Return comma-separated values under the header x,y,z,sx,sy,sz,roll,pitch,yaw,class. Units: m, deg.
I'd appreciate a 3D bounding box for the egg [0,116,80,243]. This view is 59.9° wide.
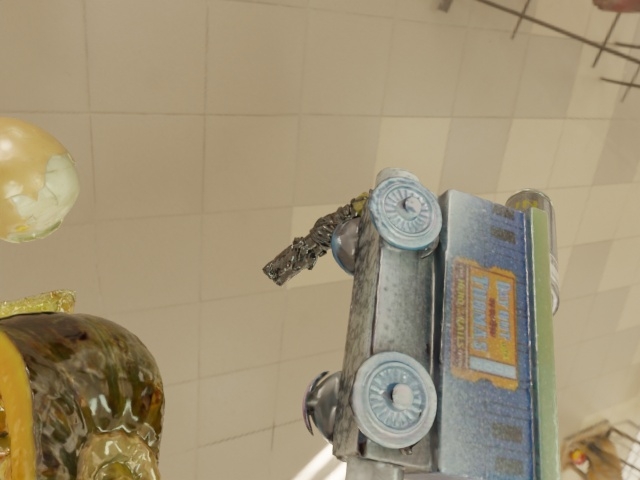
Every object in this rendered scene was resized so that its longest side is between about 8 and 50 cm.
x,y,z,sx,sy,sz,roll,pitch,yaw,class
-0.555,-0.118,1.010,0.201,0.201,0.244,-41,82,-7,egg

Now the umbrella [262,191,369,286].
x,y,z,sx,sy,sz,roll,pitch,yaw,class
0.000,0.000,0.599,0.144,0.037,0.040,-38,145,17,umbrella

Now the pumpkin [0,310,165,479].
x,y,z,sx,sy,sz,roll,pitch,yaw,class
-0.221,0.214,0.416,0.222,0.316,0.139,-32,151,20,pumpkin

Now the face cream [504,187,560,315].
x,y,z,sx,sy,sz,roll,pitch,yaw,class
0.270,0.004,0.726,0.283,0.073,0.073,-54,145,-56,face cream

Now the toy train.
x,y,z,sx,sy,sz,roll,pitch,yaw,class
0.106,0.080,0.495,0.202,0.131,0.299,17,64,-15,toy train

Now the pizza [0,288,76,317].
x,y,z,sx,sy,sz,roll,pitch,yaw,class
-0.667,0.218,1.126,0.288,0.075,0.279,14,101,-47,pizza
